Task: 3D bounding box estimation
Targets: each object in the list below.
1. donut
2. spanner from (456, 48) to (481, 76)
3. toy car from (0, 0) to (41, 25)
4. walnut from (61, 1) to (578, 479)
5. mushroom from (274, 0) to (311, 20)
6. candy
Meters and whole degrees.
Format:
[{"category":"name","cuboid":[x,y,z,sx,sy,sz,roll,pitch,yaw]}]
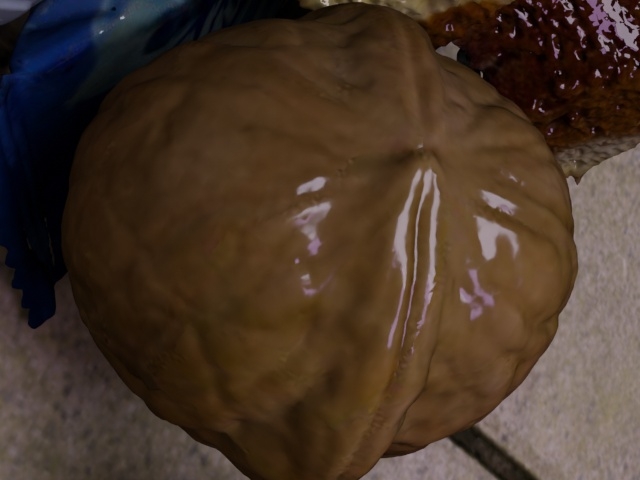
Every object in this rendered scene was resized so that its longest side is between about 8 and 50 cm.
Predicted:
[{"category":"donut","cuboid":[0.104,-0.151,0.824,0.295,0.112,0.151,29,55,-50]},{"category":"spanner","cuboid":[0.106,-0.014,0.955,0.254,0.015,0.054,71,30,-41]},{"category":"toy car","cuboid":[-0.183,-0.231,0.647,0.212,0.180,0.270,6,84,-32]},{"category":"walnut","cuboid":[0.000,0.000,0.679,0.228,0.228,0.228,0,90,-43]},{"category":"mushroom","cuboid":[0.020,-0.114,0.882,0.278,0.096,0.099,-62,139,-35]},{"category":"candy","cuboid":[-0.072,-0.128,0.774,0.331,0.077,0.187,-56,162,-25]}]
